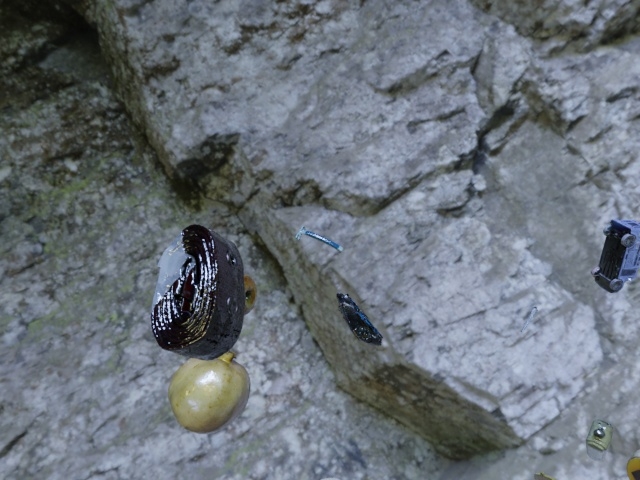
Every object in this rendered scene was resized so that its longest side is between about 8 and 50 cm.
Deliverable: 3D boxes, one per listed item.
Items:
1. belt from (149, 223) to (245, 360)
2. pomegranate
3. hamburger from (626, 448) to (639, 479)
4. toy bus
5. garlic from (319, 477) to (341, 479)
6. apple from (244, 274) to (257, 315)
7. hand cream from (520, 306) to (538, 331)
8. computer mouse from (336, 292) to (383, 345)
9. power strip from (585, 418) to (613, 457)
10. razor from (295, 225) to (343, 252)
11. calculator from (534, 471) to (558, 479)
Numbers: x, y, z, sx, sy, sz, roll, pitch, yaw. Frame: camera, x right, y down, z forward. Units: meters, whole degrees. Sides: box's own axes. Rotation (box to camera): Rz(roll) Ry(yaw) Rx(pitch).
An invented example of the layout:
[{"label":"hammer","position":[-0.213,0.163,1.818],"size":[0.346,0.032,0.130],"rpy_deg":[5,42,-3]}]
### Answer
[{"label":"belt","position":[-0.261,0.118,1.122],"size":[0.184,0.288,0.164],"rpy_deg":[-11,-26,23]},{"label":"pomegranate","position":[-0.399,0.546,1.852],"size":[0.319,0.319,0.319],"rpy_deg":[-32,-18,-12]},{"label":"hamburger","position":[0.815,0.570,1.204],"size":[0.082,0.141,0.126],"rpy_deg":[-9,-51,-21]},{"label":"toy bus","position":[0.697,0.038,1.163],"size":[0.076,0.073,0.167],"rpy_deg":[-3,-65,-10]},{"label":"garlic","position":[-0.033,0.598,0.946],"size":[0.281,0.185,0.203],"rpy_deg":[-33,-55,-12]},{"label":"apple","position":[-0.317,0.198,1.821],"size":[0.147,0.163,0.146],"rpy_deg":[3,-18,29]},{"label":"hand cream","position":[0.661,0.250,1.590],"size":[0.093,0.019,0.030],"rpy_deg":[-65,-16,8]},{"label":"computer mouse","position":[0.128,0.283,1.758],"size":[0.078,0.241,0.146],"rpy_deg":[-39,-2,-2]},{"label":"power strip","position":[0.908,0.653,1.632],"size":[0.092,0.066,0.387],"rpy_deg":[-62,-37,-14]},{"label":"razor","position":[0.000,-0.002,1.975],"size":[0.068,0.191,0.037],"rpy_deg":[-58,-17,-33]},{"label":"calculator","position":[0.702,0.774,1.442],"size":[0.033,0.236,0.157],"rpy_deg":[-26,-11,-12]}]
